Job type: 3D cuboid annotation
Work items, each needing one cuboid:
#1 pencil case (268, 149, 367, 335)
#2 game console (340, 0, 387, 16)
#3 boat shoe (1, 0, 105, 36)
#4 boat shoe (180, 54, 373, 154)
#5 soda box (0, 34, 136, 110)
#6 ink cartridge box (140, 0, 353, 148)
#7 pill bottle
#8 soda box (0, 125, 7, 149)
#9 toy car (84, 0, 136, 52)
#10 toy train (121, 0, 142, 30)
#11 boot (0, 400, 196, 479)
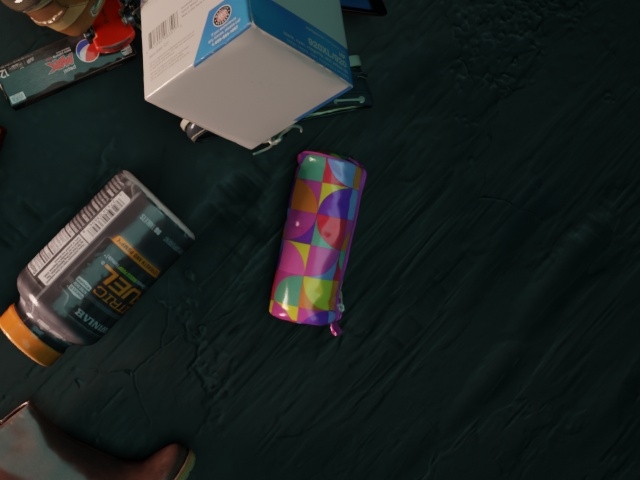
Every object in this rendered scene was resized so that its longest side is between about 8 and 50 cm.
[{"bbox_3d":[0.000,0.000,1.293,0.104,0.104,0.237,7,95,-13],"label":"pencil case"},{"bbox_3d":[0.015,-0.354,1.264,0.143,0.085,0.124,4,95,-14],"label":"game console"},{"bbox_3d":[-0.260,-0.383,1.119,0.120,0.122,0.324,37,70,-51],"label":"boat shoe"},{"bbox_3d":[-0.053,-0.167,1.268,0.254,0.095,0.079,-20,89,-19],"label":"boat shoe"},{"bbox_3d":[-0.316,-0.220,1.216,0.168,0.060,0.053,-25,98,-9],"label":"soda box"},{"bbox_3d":[-0.089,-0.262,1.117,0.168,0.171,0.233,22,51,-44],"label":"ink cartridge box"},{"bbox_3d":[-0.283,0.041,1.216,0.130,0.130,0.246,45,86,-13],"label":"pill bottle"},{"bbox_3d":[-0.466,-0.026,1.191,0.092,0.083,0.263,17,92,-14],"label":"soda box"},{"bbox_3d":[-0.275,-0.347,1.196,0.239,0.053,0.225,30,72,13],"label":"toy car"},{"bbox_3d":[-0.219,-0.272,1.245,0.027,0.036,0.158,-44,100,-14],"label":"toy train"},{"bbox_3d":[-0.310,0.287,1.255,0.248,0.090,0.207,-35,104,-3],"label":"boot"}]
